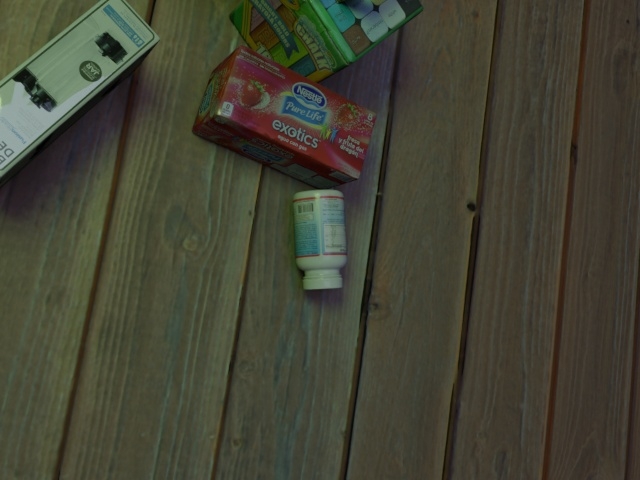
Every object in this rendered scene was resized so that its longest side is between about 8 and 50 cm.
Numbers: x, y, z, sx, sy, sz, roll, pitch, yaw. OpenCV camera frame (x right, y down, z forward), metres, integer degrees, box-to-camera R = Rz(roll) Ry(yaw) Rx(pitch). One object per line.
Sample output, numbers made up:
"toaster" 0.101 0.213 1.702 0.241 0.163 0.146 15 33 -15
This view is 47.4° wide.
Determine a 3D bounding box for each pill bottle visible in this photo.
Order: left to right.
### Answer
"pill bottle" 0.000 0.000 1.202 0.087 0.087 0.160 -1 86 -28

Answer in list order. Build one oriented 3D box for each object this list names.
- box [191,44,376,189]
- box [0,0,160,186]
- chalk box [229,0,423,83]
"box" -0.057 -0.188 1.168 0.256 0.128 0.123 22 75 -24
"box" -0.365 -0.195 0.986 0.087 0.169 0.290 47 67 -16
"chalk box" 0.017 -0.368 1.134 0.180 0.289 0.179 -42 104 -25
